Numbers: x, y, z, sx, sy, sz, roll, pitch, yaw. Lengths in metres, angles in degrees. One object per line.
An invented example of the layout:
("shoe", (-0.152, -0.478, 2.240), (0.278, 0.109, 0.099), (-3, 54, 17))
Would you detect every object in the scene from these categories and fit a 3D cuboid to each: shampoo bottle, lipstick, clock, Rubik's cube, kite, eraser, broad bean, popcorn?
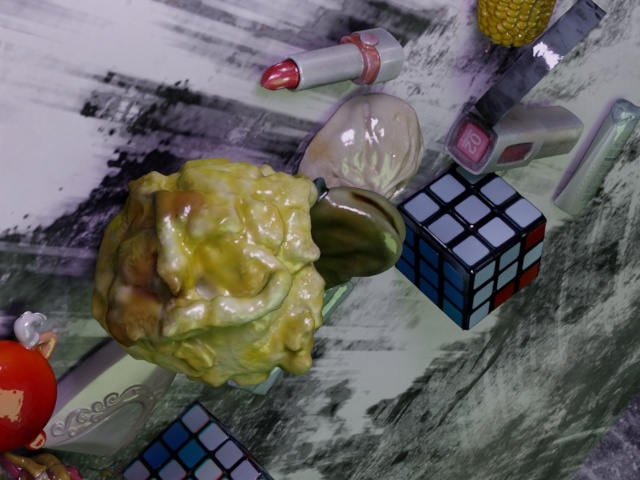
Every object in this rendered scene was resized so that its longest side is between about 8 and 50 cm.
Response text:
("shampoo bottle", (0.460, -0.136, 2.424), (0.072, 0.049, 0.212), (-7, 134, -47))
("lipstick", (0.286, -0.151, 2.122), (0.253, 0.077, 0.079), (-11, 136, -51))
("clock", (0.292, -0.240, 1.960), (0.215, 0.042, 0.215), (-45, 178, -2))
("Rubik's cube", (0.215, 0.004, 2.135), (0.163, 0.160, 0.162), (-35, 151, -21))
("kite", (-0.289, 0.311, 1.999), (0.044, 0.002, 0.078), (-40, 153, -13))
("eraser", (-0.235, 0.178, 1.831), (0.243, 0.059, 0.204), (-47, 153, 9))
("Rubik's cube", (-0.158, 0.347, 2.069), (0.151, 0.155, 0.154), (-42, 152, -6))
("broad bean", (0.000, -0.001, 1.813), (0.206, 0.072, 0.153), (-7, 123, 11))
("popcorn", (-0.111, 0.031, 1.603), (0.237, 0.293, 0.293), (32, 100, -38))
("lipstick", (0.007, -0.201, 1.679), (0.186, 0.063, 0.057), (-17, 141, -36))

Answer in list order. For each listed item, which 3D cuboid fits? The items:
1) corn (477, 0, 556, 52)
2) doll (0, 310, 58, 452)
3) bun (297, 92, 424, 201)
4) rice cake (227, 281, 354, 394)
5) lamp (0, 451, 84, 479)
("corn", (0.255, -0.357, 1.781), (0.101, 0.101, 0.310), (-29, 147, -31))
("doll", (-0.361, 0.153, 1.603), (0.183, 0.085, 0.217), (-46, 136, -5))
("bun", (0.061, -0.096, 1.846), (0.183, 0.102, 0.183), (-33, 147, -25))
("rice cake", (-0.040, 0.128, 2.067), (0.226, 0.040, 0.085), (-51, 152, 7))
("lamp", (-0.355, 0.312, 1.788), (0.118, 0.118, 0.253), (-43, 154, -8))
